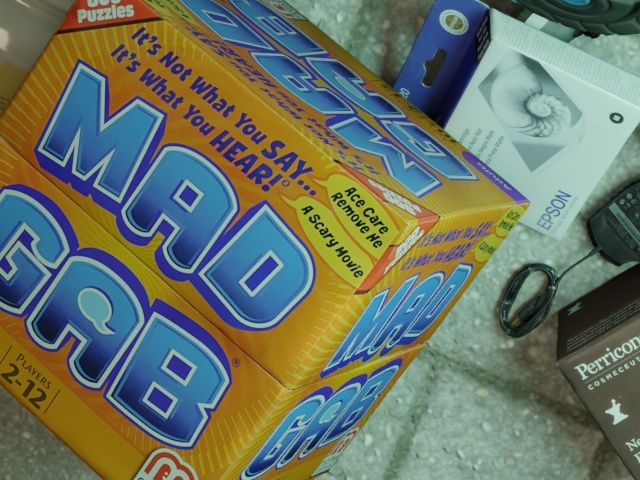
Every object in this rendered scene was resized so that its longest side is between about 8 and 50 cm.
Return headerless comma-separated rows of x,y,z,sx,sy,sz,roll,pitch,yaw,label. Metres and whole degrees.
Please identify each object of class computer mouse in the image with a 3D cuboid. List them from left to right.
0.276,0.016,1.960,0.242,0.041,0.071,-39,81,23,computer mouse

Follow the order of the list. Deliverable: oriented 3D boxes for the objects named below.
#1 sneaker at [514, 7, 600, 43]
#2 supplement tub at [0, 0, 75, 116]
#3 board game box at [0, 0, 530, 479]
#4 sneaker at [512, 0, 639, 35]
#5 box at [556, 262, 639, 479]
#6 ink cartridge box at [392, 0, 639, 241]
0.321,-0.217,1.847,0.295,0.124,0.178,-41,87,15,sneaker
-0.340,-0.159,1.883,0.241,0.241,0.331,35,107,-3,supplement tub
-0.089,0.002,1.787,0.356,0.356,0.356,40,107,15,board game box
0.295,-0.259,1.735,0.341,0.125,0.139,15,79,14,sneaker
0.356,0.135,1.910,0.168,0.167,0.203,-33,99,15,box
0.178,-0.119,1.870,0.224,0.045,0.223,26,141,1,ink cartridge box
